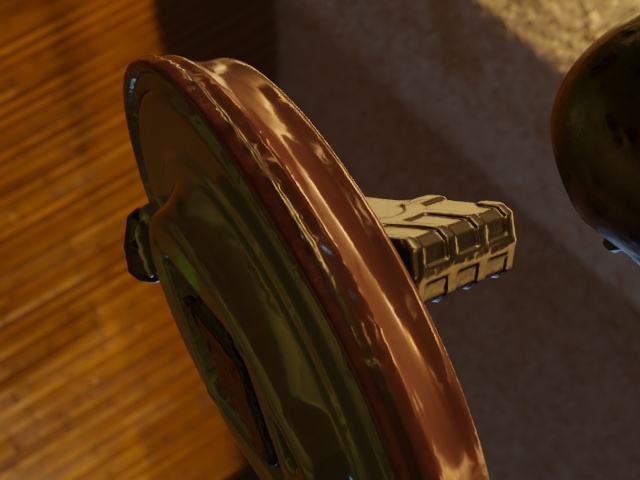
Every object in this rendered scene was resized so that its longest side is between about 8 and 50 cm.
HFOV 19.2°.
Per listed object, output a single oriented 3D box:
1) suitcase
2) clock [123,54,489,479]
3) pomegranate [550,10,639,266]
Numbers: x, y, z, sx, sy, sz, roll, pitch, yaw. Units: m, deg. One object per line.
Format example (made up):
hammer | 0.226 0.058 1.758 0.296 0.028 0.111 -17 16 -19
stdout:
suitcase | 0.000 0.001 1.606 0.285 0.206 0.066 7 -77 31
clock | -0.015 0.039 0.730 0.244 0.056 0.244 55 -17 26
pomegranate | 0.236 -0.062 1.076 0.179 0.210 0.179 57 -14 22
